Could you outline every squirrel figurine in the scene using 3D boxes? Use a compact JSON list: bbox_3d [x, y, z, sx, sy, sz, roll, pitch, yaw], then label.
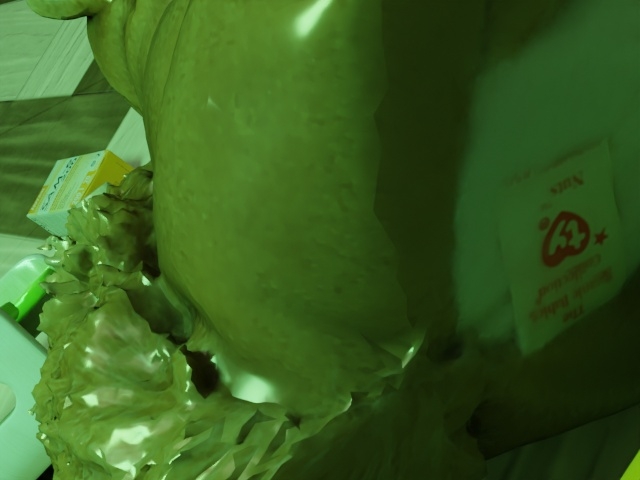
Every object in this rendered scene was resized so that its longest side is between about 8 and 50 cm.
[{"bbox_3d":[-0.029,-0.031,0.616,0.370,0.281,0.397,31,90,52],"label":"squirrel figurine"}]

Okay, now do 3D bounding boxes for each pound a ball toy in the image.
[{"bbox_3d":[-0.228,0.127,0.943,0.319,0.136,0.208,-45,5,14],"label":"pound a ball toy"}]

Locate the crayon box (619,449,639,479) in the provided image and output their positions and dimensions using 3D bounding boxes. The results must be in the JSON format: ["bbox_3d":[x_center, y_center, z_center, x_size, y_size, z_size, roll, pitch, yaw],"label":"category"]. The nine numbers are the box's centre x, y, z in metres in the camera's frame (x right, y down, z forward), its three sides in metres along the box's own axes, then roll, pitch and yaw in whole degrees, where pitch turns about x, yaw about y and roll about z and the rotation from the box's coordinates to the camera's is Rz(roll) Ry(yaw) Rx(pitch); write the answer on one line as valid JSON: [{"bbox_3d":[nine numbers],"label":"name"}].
[{"bbox_3d":[0.203,0.090,0.386,0.203,0.083,0.323,-56,29,-4],"label":"crayon box"}]

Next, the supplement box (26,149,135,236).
[{"bbox_3d":[-0.207,-0.040,1.146,0.098,0.036,0.062,-6,54,53],"label":"supplement box"}]
